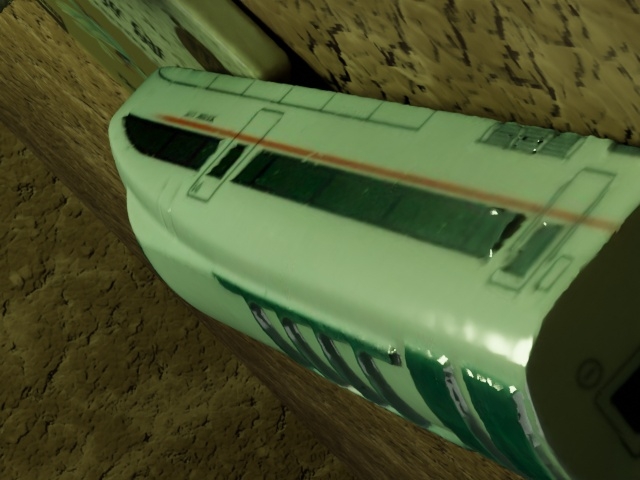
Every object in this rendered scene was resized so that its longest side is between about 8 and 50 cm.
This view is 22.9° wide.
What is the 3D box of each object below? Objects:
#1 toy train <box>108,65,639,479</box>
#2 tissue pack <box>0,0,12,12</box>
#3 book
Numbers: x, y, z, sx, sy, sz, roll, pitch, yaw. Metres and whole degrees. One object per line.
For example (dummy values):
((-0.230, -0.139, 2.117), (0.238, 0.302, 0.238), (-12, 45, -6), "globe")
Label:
((0.000, 0.000, 0.588), (0.086, 0.088, 0.407), (47, 168, -26), "toy train")
((-0.190, -0.169, 0.694), (0.155, 0.065, 0.115), (35, 166, 48), "tissue pack")
((-0.098, -0.115, 0.806), (0.217, 0.021, 0.310), (43, 172, 6), "book")
